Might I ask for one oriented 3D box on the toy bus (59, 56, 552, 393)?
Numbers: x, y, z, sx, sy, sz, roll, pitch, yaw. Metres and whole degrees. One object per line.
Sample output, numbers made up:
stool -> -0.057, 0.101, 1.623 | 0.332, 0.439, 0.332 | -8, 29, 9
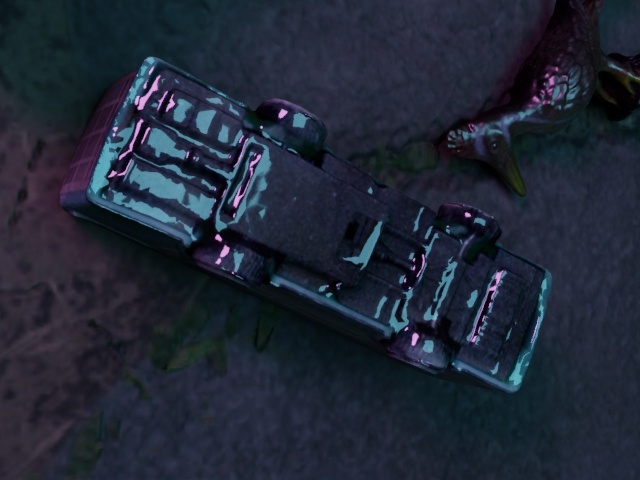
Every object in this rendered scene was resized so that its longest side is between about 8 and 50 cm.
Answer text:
toy bus -> 0.000, 0.000, 0.531 | 0.261, 0.109, 0.091 | 28, 76, -27

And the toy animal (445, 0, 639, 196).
toy animal -> 0.155, -0.103, 0.669 | 0.202, 0.070, 0.105 | -35, 97, -23
